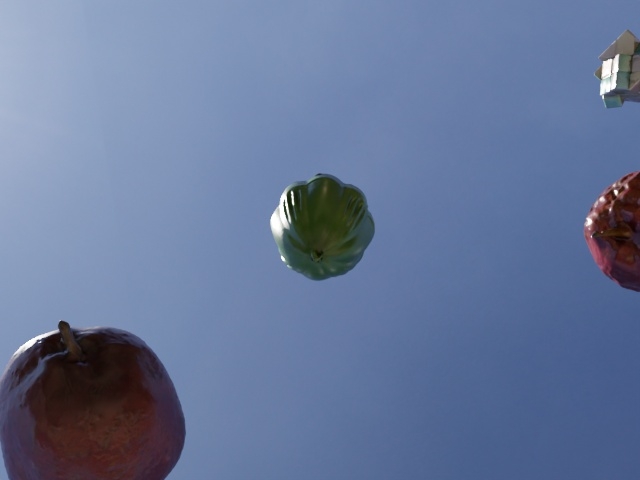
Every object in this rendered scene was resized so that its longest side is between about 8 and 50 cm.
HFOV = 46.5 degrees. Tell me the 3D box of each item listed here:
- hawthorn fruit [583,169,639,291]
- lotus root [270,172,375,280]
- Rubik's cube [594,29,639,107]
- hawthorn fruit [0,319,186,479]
[{"bbox_3d":[0.487,-0.014,1.123,0.243,0.207,0.207,-3,-116,-39],"label":"hawthorn fruit"},{"bbox_3d":[0.000,0.000,1.227,0.186,0.186,0.186,4,-115,-9],"label":"lotus root"},{"bbox_3d":[0.358,-0.199,0.865,0.073,0.084,0.075,6,-108,-1],"label":"Rubik's cube"},{"bbox_3d":[-0.265,0.194,0.862,0.215,0.250,0.215,-1,-157,1],"label":"hawthorn fruit"}]
